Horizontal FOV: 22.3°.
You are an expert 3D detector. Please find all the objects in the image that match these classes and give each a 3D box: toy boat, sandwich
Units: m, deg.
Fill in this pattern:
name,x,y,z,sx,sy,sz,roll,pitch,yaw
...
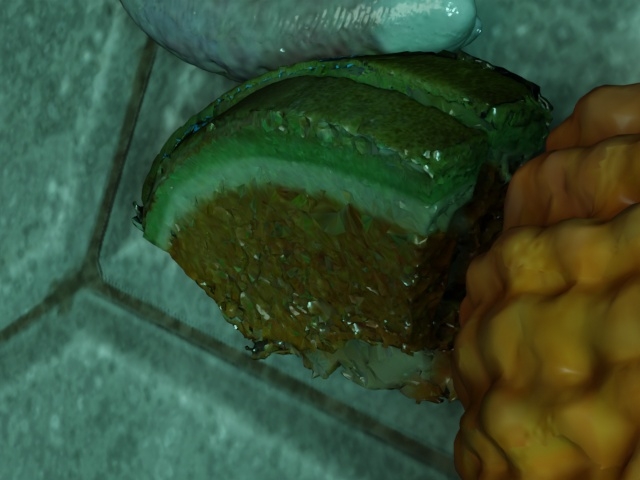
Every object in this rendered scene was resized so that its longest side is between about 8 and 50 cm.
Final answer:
name,x,y,z,sx,sy,sz,roll,pitch,yaw
toy boat,-0.021,-0.152,0.782,0.227,0.085,0.155,8,91,40
sandwich,-0.009,-0.007,0.730,0.235,0.079,0.159,12,114,42

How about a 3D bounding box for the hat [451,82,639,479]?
name,x,y,z,sx,sy,sz,roll,pitch,yaw
hat,0.242,0.035,0.401,0.400,0.285,0.285,-25,69,45
